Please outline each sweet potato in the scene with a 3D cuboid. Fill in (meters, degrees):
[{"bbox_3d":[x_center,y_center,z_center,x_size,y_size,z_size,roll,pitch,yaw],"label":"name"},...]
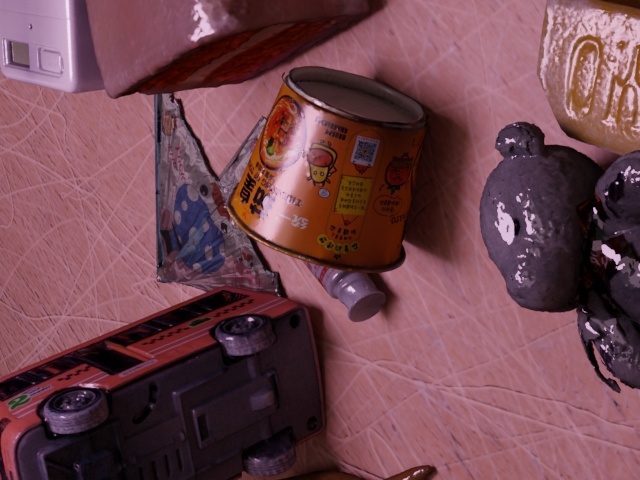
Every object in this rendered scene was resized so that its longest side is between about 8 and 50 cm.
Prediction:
[{"bbox_3d":[0.035,0.320,1.832,0.281,0.067,0.059,-8,131,46],"label":"sweet potato"}]

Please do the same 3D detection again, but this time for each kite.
[{"bbox_3d":[-0.145,-0.043,1.979,0.406,0.014,0.368,60,138,20],"label":"kite"}]

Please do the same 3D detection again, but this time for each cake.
[{"bbox_3d":[-0.126,-0.309,1.710,0.309,0.237,0.230,-23,80,53],"label":"cake"}]

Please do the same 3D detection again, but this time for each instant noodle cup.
[{"bbox_3d":[0.018,-0.084,1.633,0.216,0.216,0.172,36,117,39],"label":"instant noodle cup"}]

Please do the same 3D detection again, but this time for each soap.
[{"bbox_3d":[0.308,-0.146,1.357,0.232,0.073,0.140,26,116,45],"label":"soap"}]

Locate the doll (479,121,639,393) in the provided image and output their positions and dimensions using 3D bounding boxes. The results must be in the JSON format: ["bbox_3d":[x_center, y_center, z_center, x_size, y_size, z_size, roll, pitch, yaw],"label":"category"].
[{"bbox_3d":[0.264,0.025,1.366,0.340,0.158,0.246,44,147,43],"label":"doll"}]

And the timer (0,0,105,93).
[{"bbox_3d":[-0.301,-0.308,1.946,0.192,0.195,0.194,17,114,47],"label":"timer"}]

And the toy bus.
[{"bbox_3d":[-0.214,0.210,1.802,0.233,0.427,0.203,17,122,50],"label":"toy bus"}]

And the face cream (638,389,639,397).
[{"bbox_3d":[0.357,0.119,1.406,0.034,0.034,0.130,60,137,20],"label":"face cream"}]

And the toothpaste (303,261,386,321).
[{"bbox_3d":[0.000,0.000,1.792,0.089,0.057,0.234,-57,50,28],"label":"toothpaste"}]
